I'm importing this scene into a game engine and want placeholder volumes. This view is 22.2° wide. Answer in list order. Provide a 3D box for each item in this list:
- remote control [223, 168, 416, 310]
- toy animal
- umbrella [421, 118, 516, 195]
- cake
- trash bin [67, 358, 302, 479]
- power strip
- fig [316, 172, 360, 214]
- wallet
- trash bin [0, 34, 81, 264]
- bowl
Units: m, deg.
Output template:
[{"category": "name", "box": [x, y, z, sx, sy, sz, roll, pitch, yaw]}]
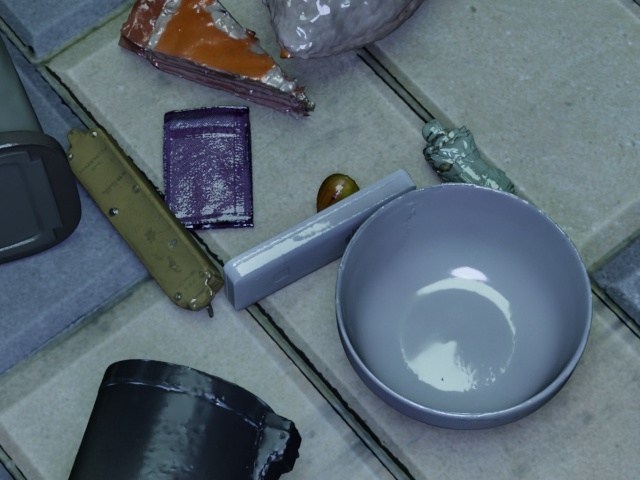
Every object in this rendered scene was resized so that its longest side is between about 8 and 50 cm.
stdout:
[{"category": "remote control", "box": [0.000, 0.000, 1.917, 0.250, 0.103, 0.034, -28, 69, -13]}, {"category": "toy animal", "box": [0.036, -0.366, 2.050, 0.226, 0.188, 0.358, 31, 62, 14]}, {"category": "umbrella", "box": [0.176, -0.091, 1.987, 0.067, 0.062, 0.143, -45, 76, 13]}, {"category": "cake", "box": [-0.116, -0.241, 2.039, 0.287, 0.098, 0.135, 30, 67, 14]}, {"category": "trash bin", "box": [-0.177, 0.302, 1.706, 0.252, 0.203, 0.302, 10, 63, 16]}, {"category": "power strip", "box": [-0.210, -0.022, 1.952, 0.064, 0.044, 0.305, -43, 68, 7]}, {"category": "fig", "box": [0.014, -0.042, 1.974, 0.050, 0.050, 0.083, 29, 86, 13]}, {"category": "wallet", "box": [-0.138, -0.090, 2.000, 0.111, 0.030, 0.166, -3, 64, -2]}, {"category": "trash bin", "box": [-0.426, -0.125, 1.926, 0.219, 0.220, 0.250, -18, 58, -11]}, {"category": "bowl", "box": [0.157, 0.091, 1.847, 0.287, 0.144, 0.287, 0, 64, 0]}]
